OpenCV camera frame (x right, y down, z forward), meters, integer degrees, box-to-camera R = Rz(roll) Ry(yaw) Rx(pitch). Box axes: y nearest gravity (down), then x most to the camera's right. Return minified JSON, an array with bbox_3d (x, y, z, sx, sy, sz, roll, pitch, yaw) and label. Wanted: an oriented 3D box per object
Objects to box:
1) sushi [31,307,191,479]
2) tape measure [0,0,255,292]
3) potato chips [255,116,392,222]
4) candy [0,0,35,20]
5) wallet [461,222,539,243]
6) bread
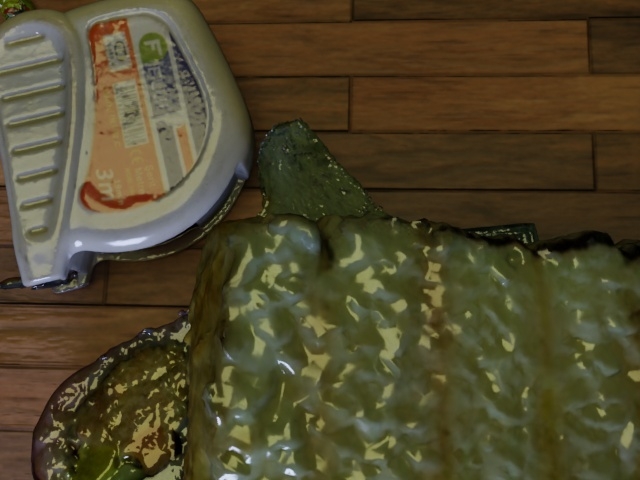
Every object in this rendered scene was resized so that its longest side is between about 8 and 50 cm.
[{"bbox_3d":[-0.168,0.154,0.697,0.161,0.107,0.241,11,72,11],"label":"sushi"},{"bbox_3d":[-0.199,-0.098,0.740,0.265,0.130,0.258,-13,81,-4],"label":"tape measure"},{"bbox_3d":[-0.003,-0.002,0.737,0.167,0.059,0.229,3,86,10],"label":"potato chips"},{"bbox_3d":[-0.337,-0.293,0.838,0.035,0.035,0.123,-12,68,14],"label":"candy"},{"bbox_3d":[0.154,0.029,0.736,0.129,0.026,0.088,-5,79,3],"label":"wallet"},{"bbox_3d":[0.085,0.115,0.604,0.395,0.264,0.240,1,82,-14],"label":"bread"}]
